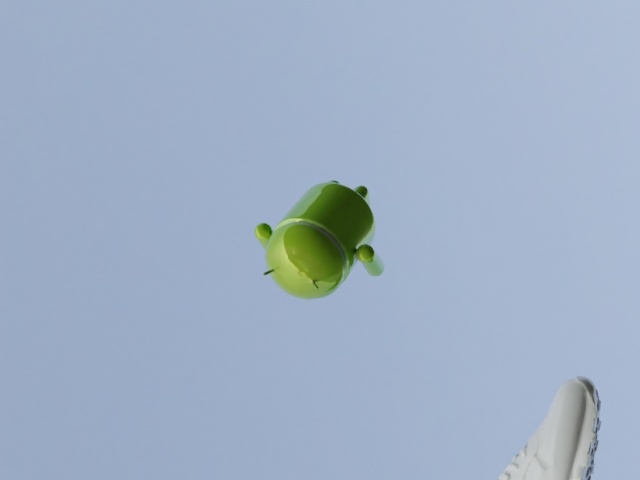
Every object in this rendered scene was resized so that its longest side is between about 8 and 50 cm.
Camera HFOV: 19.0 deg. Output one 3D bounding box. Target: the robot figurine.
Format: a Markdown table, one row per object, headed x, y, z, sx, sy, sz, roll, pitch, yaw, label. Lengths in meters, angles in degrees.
| x | y | z | sx | sy | sz | roll | pitch | yaw | label |
| --- | --- | --- | --- | --- | --- | --- | --- | --- | --- |
| 0.000 | 0.000 | 1.476 | 0.101 | 0.067 | 0.115 | 13 | -142 | 20 | robot figurine |

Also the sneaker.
| x | y | z | sx | sy | sz | roll | pitch | yaw | label |
| --- | --- | --- | --- | --- | --- | --- | --- | --- | --- |
| 0.173 | 0.222 | 1.601 | 0.090 | 0.094 | 0.235 | 4 | -78 | -72 | sneaker |
